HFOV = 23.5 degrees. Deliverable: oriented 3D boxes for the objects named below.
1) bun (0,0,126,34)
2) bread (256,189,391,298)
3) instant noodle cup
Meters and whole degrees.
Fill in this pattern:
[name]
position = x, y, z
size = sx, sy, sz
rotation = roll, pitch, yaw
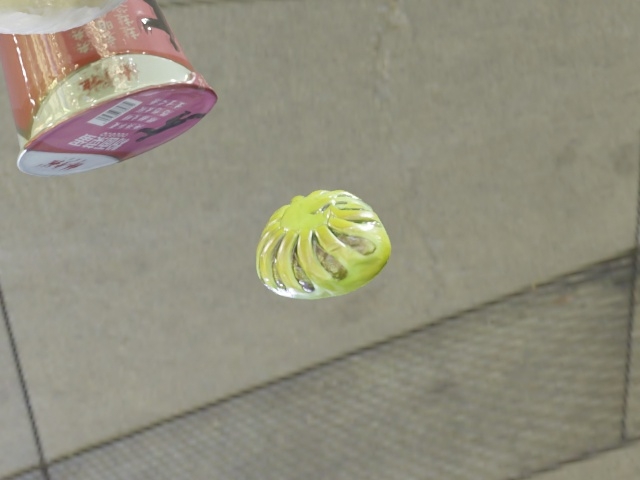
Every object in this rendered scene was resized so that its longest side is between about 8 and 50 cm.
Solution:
[bun]
position = -0.249, -0.265, 1.181
size = 0.273, 0.273, 0.168
rotation = 12, 119, -10
[bread]
position = 0.000, 0.000, 1.451
size = 0.130, 0.139, 0.071
rotation = -17, 118, 13
[instant noodle cup]
position = -0.255, -0.196, 1.730
size = 0.235, 0.178, 0.235
rotation = -21, 169, -4
